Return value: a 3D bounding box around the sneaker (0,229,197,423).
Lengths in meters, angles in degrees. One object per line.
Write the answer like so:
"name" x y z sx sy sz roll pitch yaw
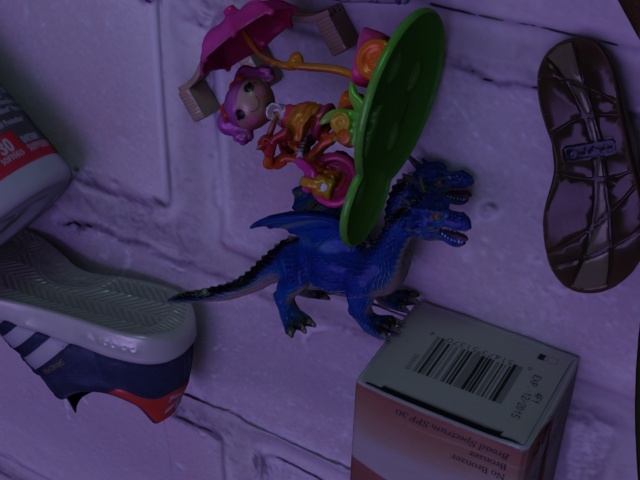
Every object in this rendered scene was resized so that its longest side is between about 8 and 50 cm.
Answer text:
"sneaker" -0.290 0.096 1.085 0.350 0.131 0.148 20 126 25

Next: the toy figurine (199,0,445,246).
"toy figurine" -0.017 -0.102 0.732 0.159 0.130 0.173 22 100 20

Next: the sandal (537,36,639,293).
"sandal" 0.191 -0.052 0.709 0.072 0.049 0.180 -3 102 30

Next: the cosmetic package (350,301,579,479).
"cosmetic package" 0.113 0.222 0.882 0.153 0.129 0.296 18 127 24

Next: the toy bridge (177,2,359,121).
"toy bridge" -0.056 -0.153 0.828 0.188 0.026 0.063 -17 107 41

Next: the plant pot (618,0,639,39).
"plant pot" 0.179 -0.265 0.477 0.254 0.237 0.237 57 135 11

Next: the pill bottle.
"pill bottle" -0.408 -0.131 0.987 0.318 0.176 0.176 50 134 -3

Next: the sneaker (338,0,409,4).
"sneaker" 0.029 -0.282 0.642 0.161 0.102 0.282 18 138 21

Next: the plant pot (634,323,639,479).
"plant pot" 0.286 0.085 0.556 0.275 0.293 0.274 18 127 26

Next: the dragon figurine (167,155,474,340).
"dragon figurine" 0.000 0.000 0.845 0.289 0.085 0.144 3 118 29
